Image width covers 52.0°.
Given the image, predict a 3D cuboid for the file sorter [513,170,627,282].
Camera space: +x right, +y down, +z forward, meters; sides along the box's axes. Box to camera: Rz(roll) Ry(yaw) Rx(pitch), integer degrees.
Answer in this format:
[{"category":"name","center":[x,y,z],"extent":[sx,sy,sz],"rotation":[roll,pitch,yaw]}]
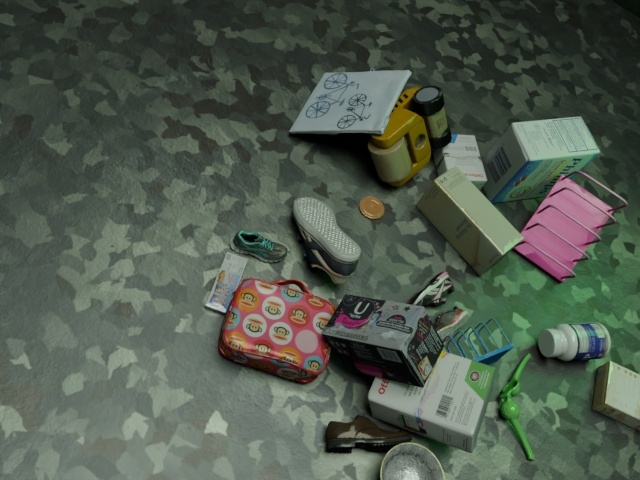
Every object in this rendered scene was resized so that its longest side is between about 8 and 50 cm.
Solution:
[{"category":"file sorter","center":[0.780,-0.046,2.052],"extent":[0.202,0.182,0.291],"rotation":[36,88,5]}]

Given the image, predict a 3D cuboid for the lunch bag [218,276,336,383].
[{"category":"lunch bag","center":[-0.106,0.218,1.740],"extent":[0.293,0.120,0.258],"rotation":[20,59,-7]}]

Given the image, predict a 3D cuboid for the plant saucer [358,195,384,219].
[{"category":"plant saucer","center":[0.162,-0.104,2.070],"extent":[0.083,0.013,0.084],"rotation":[7,60,-13]}]

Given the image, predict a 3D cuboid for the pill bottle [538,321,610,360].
[{"category":"pill bottle","center":[0.753,0.302,1.958],"extent":[0.186,0.112,0.112],"rotation":[0,61,-16]}]

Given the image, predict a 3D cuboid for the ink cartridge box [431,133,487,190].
[{"category":"ink cartridge box","center":[0.464,-0.260,2.209],"extent":[0.139,0.082,0.191],"rotation":[1,62,-15]}]

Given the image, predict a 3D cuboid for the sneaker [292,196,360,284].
[{"category":"sneaker","center":[0.000,0.000,1.909],"extent":[0.126,0.128,0.321],"rotation":[-6,38,-26]}]

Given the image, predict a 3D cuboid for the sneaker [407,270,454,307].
[{"category":"sneaker","center":[0.335,0.165,1.939],"extent":[0.178,0.072,0.077],"rotation":[-36,87,-24]}]

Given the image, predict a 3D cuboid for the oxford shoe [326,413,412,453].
[{"category":"oxford shoe","center":[0.126,0.490,1.682],"extent":[0.227,0.083,0.096],"rotation":[6,55,-14]}]

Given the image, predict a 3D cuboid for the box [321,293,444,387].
[{"category":"box","center":[0.158,0.247,1.663],"extent":[0.247,0.163,0.142],"rotation":[4,48,40]}]

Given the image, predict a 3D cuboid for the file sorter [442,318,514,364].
[{"category":"file sorter","center":[0.432,0.305,1.858],"extent":[0.170,0.118,0.105],"rotation":[-15,64,-24]}]

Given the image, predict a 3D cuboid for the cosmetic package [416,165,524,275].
[{"category":"cosmetic package","center":[0.461,-0.060,2.050],"extent":[0.113,0.160,0.309],"rotation":[-32,73,-28]}]

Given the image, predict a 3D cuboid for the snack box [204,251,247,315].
[{"category":"snack box","center":[-0.259,0.117,1.812],"extent":[0.064,0.022,0.178],"rotation":[21,57,-6]}]

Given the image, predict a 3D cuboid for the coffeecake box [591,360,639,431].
[{"category":"coffeecake box","center":[0.910,0.464,1.938],"extent":[0.185,0.068,0.142],"rotation":[25,57,-1]}]

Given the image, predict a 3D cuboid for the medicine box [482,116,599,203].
[{"category":"medicine box","center":[0.713,-0.265,2.179],"extent":[0.289,0.263,0.149],"rotation":[-8,64,-20]}]

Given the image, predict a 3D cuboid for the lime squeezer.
[{"category":"lime squeezer","center":[0.558,0.448,1.850],"extent":[0.109,0.059,0.311],"rotation":[14,57,-8]}]

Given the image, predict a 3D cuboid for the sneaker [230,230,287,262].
[{"category":"sneaker","center":[-0.172,0.014,1.865],"extent":[0.166,0.076,0.065],"rotation":[11,59,-10]}]

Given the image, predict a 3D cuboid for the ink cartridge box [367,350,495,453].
[{"category":"ink cartridge box","center":[0.288,0.395,1.705],"extent":[0.278,0.117,0.201],"rotation":[15,54,22]}]

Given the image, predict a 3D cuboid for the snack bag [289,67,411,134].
[{"category":"snack bag","center":[0.104,-0.450,2.132],"extent":[0.342,0.037,0.323],"rotation":[5,50,28]}]

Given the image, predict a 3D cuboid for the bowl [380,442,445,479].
[{"category":"bowl","center":[0.218,0.601,1.645],"extent":[0.170,0.080,0.170],"rotation":[8,59,-13]}]

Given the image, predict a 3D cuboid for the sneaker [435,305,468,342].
[{"category":"sneaker","center":[0.362,0.245,1.917],"extent":[0.157,0.061,0.065],"rotation":[-29,46,-29]}]

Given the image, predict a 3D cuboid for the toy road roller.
[{"category":"toy road roller","center":[0.252,-0.361,2.136],"extent":[0.329,0.203,0.240],"rotation":[-44,47,-17]}]
